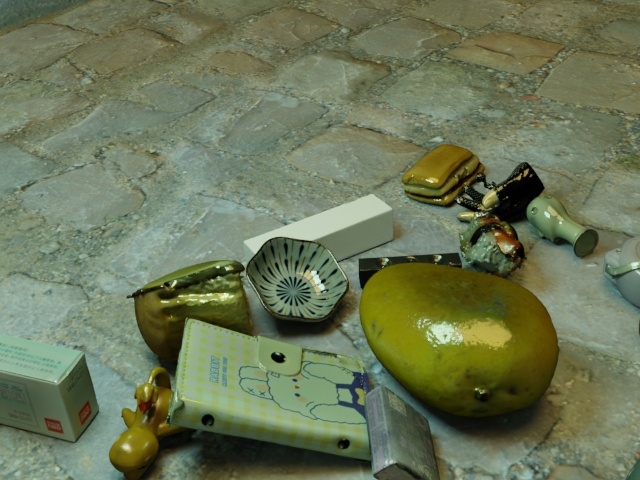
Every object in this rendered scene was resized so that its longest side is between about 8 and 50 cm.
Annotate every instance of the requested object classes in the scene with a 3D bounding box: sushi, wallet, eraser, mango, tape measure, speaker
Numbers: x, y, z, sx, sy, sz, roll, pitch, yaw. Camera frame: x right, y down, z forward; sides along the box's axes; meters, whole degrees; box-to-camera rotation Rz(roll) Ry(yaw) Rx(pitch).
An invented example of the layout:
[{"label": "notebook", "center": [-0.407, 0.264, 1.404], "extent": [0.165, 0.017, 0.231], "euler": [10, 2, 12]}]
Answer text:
[{"label": "sushi", "center": [0.320, 0.012, 1.638], "extent": [0.103, 0.097, 0.226], "euler": [2, 19, -2]}, {"label": "wallet", "center": [-0.069, 0.230, 1.316], "extent": [0.309, 0.077, 0.223], "euler": [13, 25, -10]}, {"label": "eraser", "center": [0.000, -0.001, 1.698], "extent": [0.298, 0.078, 0.076], "euler": [-21, 38, -24]}, {"label": "mango", "center": [0.208, 0.139, 1.382], "extent": [0.253, 0.182, 0.365], "euler": [-26, 41, -27]}, {"label": "tape measure", "center": [0.625, 0.047, 1.549], "extent": [0.196, 0.105, 0.178], "euler": [-21, 39, -26]}, {"label": "speaker", "center": [0.168, 0.057, 1.628], "extent": [0.191, 0.046, 0.040], "euler": [-3, 36, -2]}]

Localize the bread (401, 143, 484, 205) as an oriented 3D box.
[{"label": "bread", "center": [0.272, -0.150, 1.904], "extent": [0.116, 0.077, 0.200], "euler": [12, 36, 35]}]

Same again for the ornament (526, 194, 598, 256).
[{"label": "ornament", "center": [0.471, -0.031, 1.709], "extent": [0.075, 0.081, 0.156], "euler": [22, 16, -43]}]

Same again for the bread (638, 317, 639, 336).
[{"label": "bread", "center": [0.686, 0.043, 1.357], "extent": [0.333, 0.323, 0.143], "euler": [-7, 34, -8]}]

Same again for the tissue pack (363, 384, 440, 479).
[{"label": "tissue pack", "center": [0.116, 0.293, 1.228], "extent": [0.051, 0.112, 0.156], "euler": [-39, 27, 20]}]

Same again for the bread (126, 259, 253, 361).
[{"label": "bread", "center": [-0.218, 0.123, 1.471], "extent": [0.204, 0.162, 0.262], "euler": [-7, -8, -3]}]

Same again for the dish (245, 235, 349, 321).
[{"label": "dish", "center": [-0.047, 0.084, 1.567], "extent": [0.191, 0.066, 0.190], "euler": [8, 51, -10]}]

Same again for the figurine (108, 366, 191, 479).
[{"label": "figurine", "center": [-0.259, 0.268, 1.290], "extent": [0.121, 0.122, 0.176], "euler": [8, 35, 12]}]

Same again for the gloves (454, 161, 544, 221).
[{"label": "gloves", "center": [0.368, -0.083, 1.790], "extent": [0.181, 0.106, 0.129], "euler": [-36, 25, 7]}]

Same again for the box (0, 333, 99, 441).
[{"label": "box", "center": [-0.494, 0.221, 1.369], "extent": [0.269, 0.135, 0.079], "euler": [8, 36, 17]}]

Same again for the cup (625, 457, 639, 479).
[{"label": "cup", "center": [0.470, 0.331, 1.107], "extent": [0.199, 0.150, 0.199], "euler": [-2, 34, 2]}]
